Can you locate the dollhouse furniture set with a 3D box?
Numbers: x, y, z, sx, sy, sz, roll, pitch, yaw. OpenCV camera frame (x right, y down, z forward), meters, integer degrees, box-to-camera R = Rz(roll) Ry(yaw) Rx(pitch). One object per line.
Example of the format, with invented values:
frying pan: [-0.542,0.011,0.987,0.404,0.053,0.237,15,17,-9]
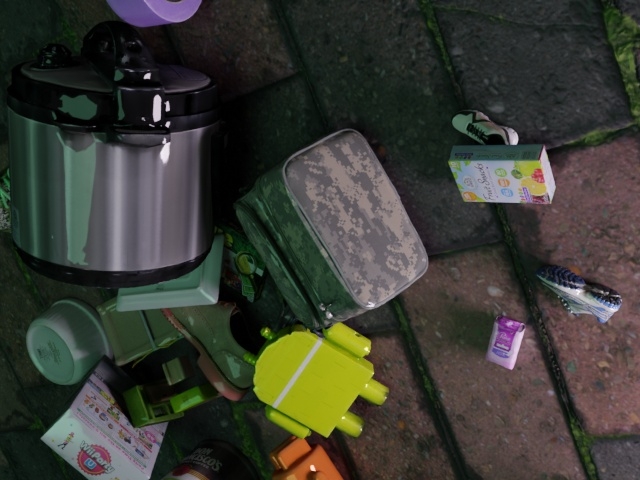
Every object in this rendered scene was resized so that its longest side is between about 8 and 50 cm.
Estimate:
dollhouse furniture set: [-0.349,0.242,1.746,0.198,0.151,0.301,-26,78,17]

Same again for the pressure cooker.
pressure cooker: [-0.355,-0.165,1.357,0.370,0.375,0.420,13,112,20]

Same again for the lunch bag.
lunch bag: [0.000,0.000,1.338,0.256,0.213,0.305,-27,95,54]

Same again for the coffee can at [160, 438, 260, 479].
coffee can: [-0.290,0.608,1.739,0.202,0.275,0.201,13,117,26]

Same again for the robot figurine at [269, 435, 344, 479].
robot figurine: [-0.016,0.516,1.623,0.158,0.128,0.219,-33,91,27]

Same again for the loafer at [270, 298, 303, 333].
loafer: [-0.052,0.139,1.521,0.170,0.062,0.061,-42,75,29]

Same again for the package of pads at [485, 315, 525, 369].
package of pads: [0.314,0.174,1.319,0.050,0.032,0.083,19,120,21]

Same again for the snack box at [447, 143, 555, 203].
snack box: [0.277,-0.101,1.187,0.141,0.037,0.100,4,144,31]

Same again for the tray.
tray: [-0.315,0.064,1.570,0.271,0.030,0.145,-7,71,30]

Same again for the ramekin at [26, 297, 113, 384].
ramekin: [-0.617,0.254,1.890,0.207,0.109,0.207,13,118,27]

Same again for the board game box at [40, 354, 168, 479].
board game box: [-0.460,0.408,1.713,0.097,0.303,0.224,-44,100,6]

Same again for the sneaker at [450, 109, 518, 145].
sneaker: [0.249,-0.170,1.197,0.109,0.044,0.040,26,124,22]

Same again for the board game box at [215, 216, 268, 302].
board game box: [-0.217,0.008,1.580,0.260,0.030,0.136,30,122,17]

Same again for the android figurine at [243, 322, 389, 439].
android figurine: [-0.015,0.265,1.486,0.273,0.056,0.248,30,105,-7]

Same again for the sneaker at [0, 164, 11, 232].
sneaker: [-0.666,-0.108,1.711,0.410,0.182,0.158,-34,91,37]

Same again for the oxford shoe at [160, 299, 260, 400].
oxford shoe: [-0.224,0.155,1.603,0.130,0.123,0.348,-44,74,15]

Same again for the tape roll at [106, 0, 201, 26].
tape roll: [-0.284,-0.460,1.309,0.080,0.189,0.188,2,112,30]

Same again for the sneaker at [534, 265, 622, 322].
sneaker: [0.396,0.089,1.218,0.135,0.052,0.058,27,127,20]
